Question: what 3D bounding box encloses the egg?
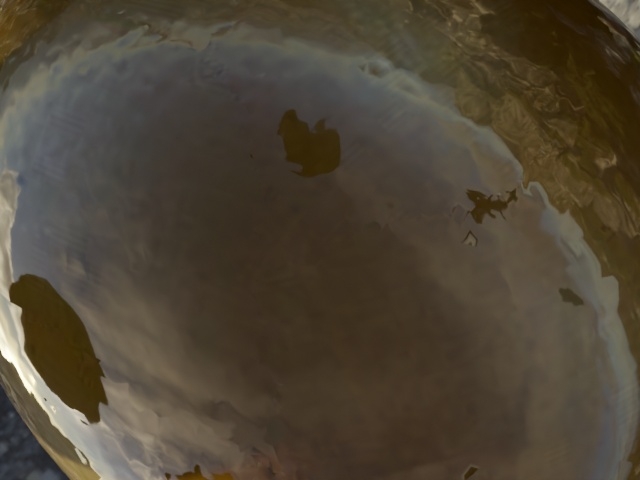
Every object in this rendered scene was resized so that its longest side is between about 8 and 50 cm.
[{"bbox_3d":[0.000,0.000,0.498,0.351,0.282,0.282,29,125,23],"label":"egg"}]
